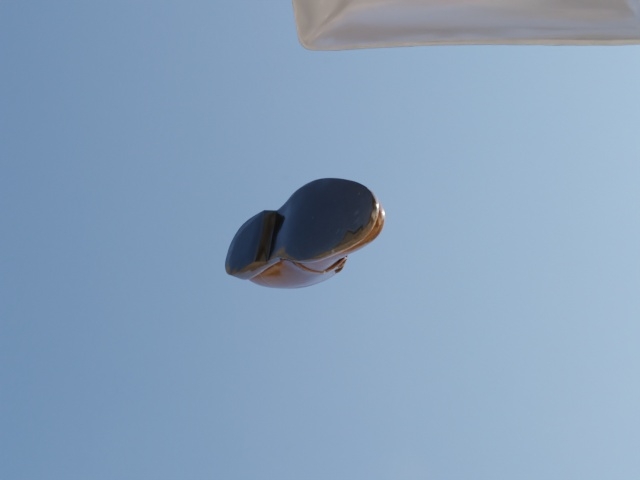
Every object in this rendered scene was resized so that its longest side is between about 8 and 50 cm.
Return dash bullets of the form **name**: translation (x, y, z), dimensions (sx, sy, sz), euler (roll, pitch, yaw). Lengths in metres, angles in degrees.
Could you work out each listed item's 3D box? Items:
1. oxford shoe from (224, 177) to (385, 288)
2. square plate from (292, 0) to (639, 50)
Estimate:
- **oxford shoe**: translation (0.000, 0.000, 0.931), dimensions (0.076, 0.212, 0.076), euler (26, -112, -25)
- **square plate**: translation (0.098, -0.322, 0.827), dimensions (0.049, 0.344, 0.347), euler (-27, -64, -45)
